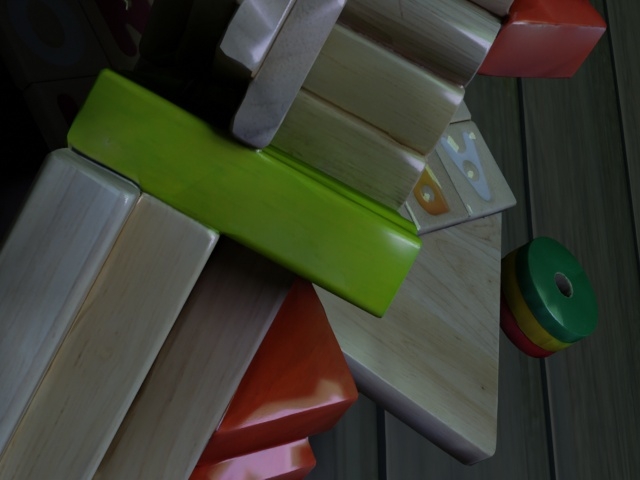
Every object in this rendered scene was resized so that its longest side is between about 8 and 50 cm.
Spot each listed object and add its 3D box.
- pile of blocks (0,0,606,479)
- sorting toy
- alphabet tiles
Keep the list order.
[{"bbox_3d":[0.025,-0.069,0.448,0.113,0.149,0.362,28,70,-4],"label":"pile of blocks"},{"bbox_3d":[0.000,0.000,0.622,0.274,0.046,0.132,37,39,-29],"label":"sorting toy"},{"bbox_3d":[-0.031,-0.082,0.598,0.237,0.009,0.198,-16,77,-56],"label":"alphabet tiles"}]
